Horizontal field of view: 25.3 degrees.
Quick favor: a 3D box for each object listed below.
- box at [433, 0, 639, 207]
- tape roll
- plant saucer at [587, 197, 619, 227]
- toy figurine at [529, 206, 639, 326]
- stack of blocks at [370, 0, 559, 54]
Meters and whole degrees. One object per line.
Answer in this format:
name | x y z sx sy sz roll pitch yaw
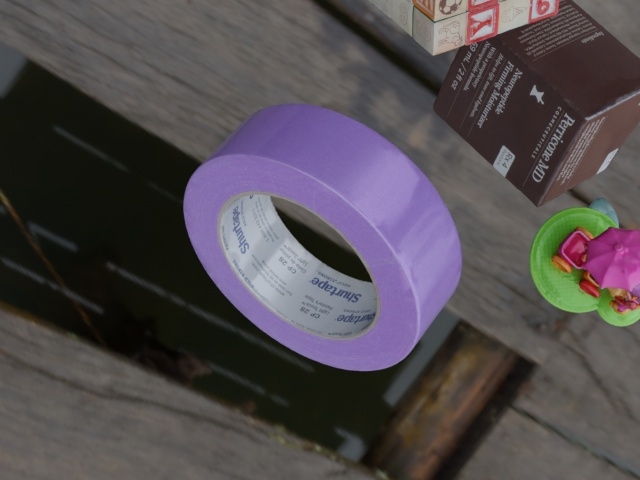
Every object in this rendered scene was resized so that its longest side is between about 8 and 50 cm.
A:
box | 0.289 -0.189 1.835 0.167 0.203 0.168 -27 153 -37
tape roll | 0.000 0.000 1.412 0.090 0.275 0.275 -51 137 -34
plant saucer | 0.411 -0.003 2.091 0.119 0.021 0.119 -24 120 -49
toy figurine | 0.348 0.040 1.674 0.173 0.159 0.130 42 83 -10
stack of blocks | 0.122 -0.342 1.652 0.171 0.297 0.087 -21 134 -21
